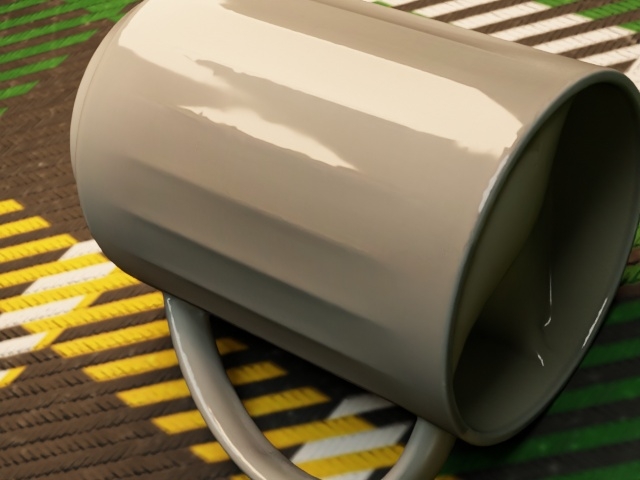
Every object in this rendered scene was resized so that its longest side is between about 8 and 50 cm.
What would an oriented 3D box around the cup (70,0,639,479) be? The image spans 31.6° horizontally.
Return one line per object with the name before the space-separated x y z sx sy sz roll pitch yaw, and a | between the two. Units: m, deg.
cup | 0.000 0.000 0.745 0.327 0.237 0.323 22 91 33
